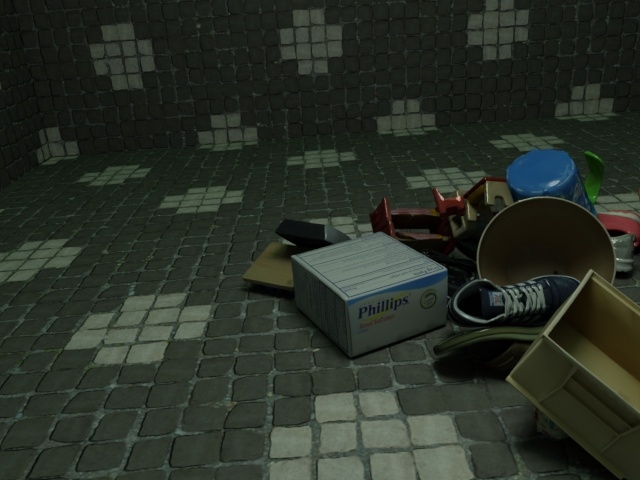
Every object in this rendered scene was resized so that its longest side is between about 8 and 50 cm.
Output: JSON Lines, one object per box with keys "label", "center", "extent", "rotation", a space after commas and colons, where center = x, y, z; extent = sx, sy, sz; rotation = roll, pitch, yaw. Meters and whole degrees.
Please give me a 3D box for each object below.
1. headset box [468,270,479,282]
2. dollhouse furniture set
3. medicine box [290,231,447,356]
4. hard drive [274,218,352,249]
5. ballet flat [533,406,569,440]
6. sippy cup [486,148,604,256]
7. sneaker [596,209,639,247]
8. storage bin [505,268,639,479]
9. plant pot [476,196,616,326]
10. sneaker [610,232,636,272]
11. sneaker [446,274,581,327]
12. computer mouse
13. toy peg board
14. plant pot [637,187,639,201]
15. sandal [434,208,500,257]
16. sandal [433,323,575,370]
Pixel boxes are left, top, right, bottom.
{"label": "headset box", "center": [0.384, 0.119, 1.394], "extent": [0.032, 0.083, 0.062], "rotation": [-25, 16, 34]}
{"label": "dollhouse furniture set", "center": [0.296, -0.079, 1.536], "extent": [0.201, 0.152, 0.374], "rotation": [1, -24, -20]}
{"label": "medicine box", "center": [0.109, 0.114, 1.398], "extent": [0.263, 0.149, 0.289], "rotation": [-15, 25, -23]}
{"label": "hard drive", "center": [0.000, 0.000, 1.643], "extent": [0.172, 0.054, 0.254], "rotation": [9, -10, 26]}
{"label": "ballet flat", "center": [0.436, 0.262, 1.070], "extent": [0.091, 0.077, 0.241], "rotation": [3, 23, 21]}
{"label": "sippy cup", "center": [0.574, -0.103, 1.506], "extent": [0.240, 0.224, 0.305], "rotation": [5, 51, 34]}
{"label": "sneaker", "center": [0.757, -0.037, 1.685], "extent": [0.313, 0.116, 0.136], "rotation": [4, 25, 20]}
{"label": "storage bin", "center": [0.484, 0.219, 0.977], "extent": [0.260, 0.123, 0.262], "rotation": [41, 40, 17]}
{"label": "plant pot", "center": [0.504, 0.059, 1.361], "extent": [0.284, 0.284, 0.191], "rotation": [1, -9, 14]}
{"label": "sneaker", "center": [0.702, -0.004, 1.587], "extent": [0.281, 0.115, 0.105], "rotation": [20, 9, 35]}
{"label": "sneaker", "center": [0.396, 0.121, 1.196], "extent": [0.282, 0.099, 0.153], "rotation": [-11, -17, 12]}
{"label": "computer mouse", "center": [0.352, 0.116, 1.482], "extent": [0.184, 0.060, 0.262], "rotation": [13, 25, -8]}
{"label": "toy peg board", "center": [-0.098, 0.092, 1.615], "extent": [0.161, 0.079, 0.161], "rotation": [8, 41, 28]}
{"label": "plant pot", "center": [0.950, -0.059, 1.527], "extent": [0.203, 0.291, 0.291], "rotation": [-11, 17, 30]}
{"label": "sandal", "center": [0.464, -0.041, 1.758], "extent": [0.167, 0.107, 0.446], "rotation": [-14, 25, -20]}
{"label": "sandal", "center": [0.377, 0.214, 1.168], "extent": [0.302, 0.086, 0.120], "rotation": [-3, -10, 5]}
